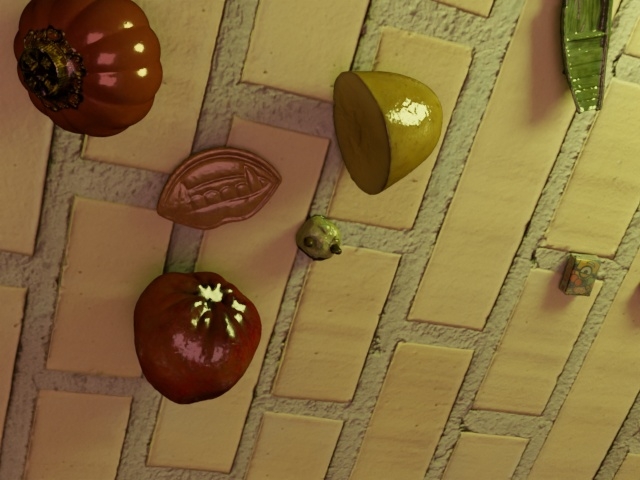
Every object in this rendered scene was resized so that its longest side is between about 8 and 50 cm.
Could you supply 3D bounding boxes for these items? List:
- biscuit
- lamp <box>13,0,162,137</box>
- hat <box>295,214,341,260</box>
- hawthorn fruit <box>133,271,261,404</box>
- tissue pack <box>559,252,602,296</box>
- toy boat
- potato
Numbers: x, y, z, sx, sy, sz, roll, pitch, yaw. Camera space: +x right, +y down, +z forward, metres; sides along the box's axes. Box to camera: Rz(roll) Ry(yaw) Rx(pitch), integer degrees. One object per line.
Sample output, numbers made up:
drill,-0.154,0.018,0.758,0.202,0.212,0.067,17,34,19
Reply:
biscuit,-0.175,-0.090,1.267,0.220,0.029,0.142,-13,116,-7
lamp,-0.332,-0.258,1.059,0.223,0.196,0.223,12,117,24
hat,0.000,0.001,1.334,0.077,0.059,0.076,36,98,-20
hawthorn fruit,-0.221,0.185,1.287,0.224,0.224,0.261,10,124,-17
tissue pack,0.524,0.069,1.498,0.063,0.035,0.083,5,115,-15
toy boat,0.453,-0.366,1.269,0.093,0.055,0.293,-11,116,-9
potato,0.126,-0.190,1.226,0.158,0.178,0.204,-16,93,-22
